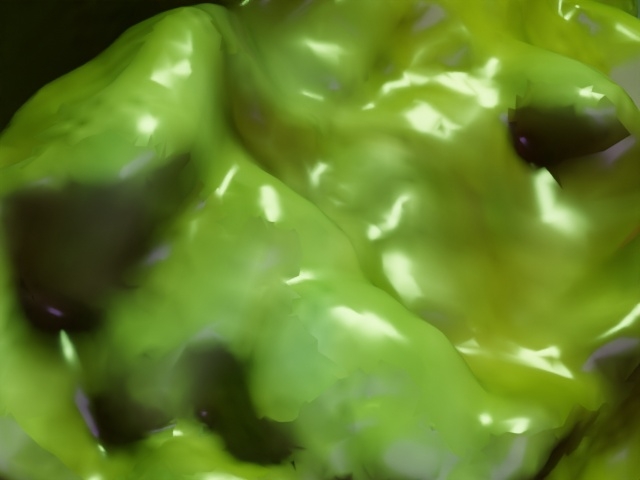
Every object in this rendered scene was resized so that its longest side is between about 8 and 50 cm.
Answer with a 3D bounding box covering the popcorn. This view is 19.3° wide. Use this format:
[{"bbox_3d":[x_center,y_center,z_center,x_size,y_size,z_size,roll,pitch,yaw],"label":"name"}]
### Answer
[{"bbox_3d":[-0.006,0.010,0.612,0.292,0.334,0.293,19,124,-16],"label":"popcorn"}]
